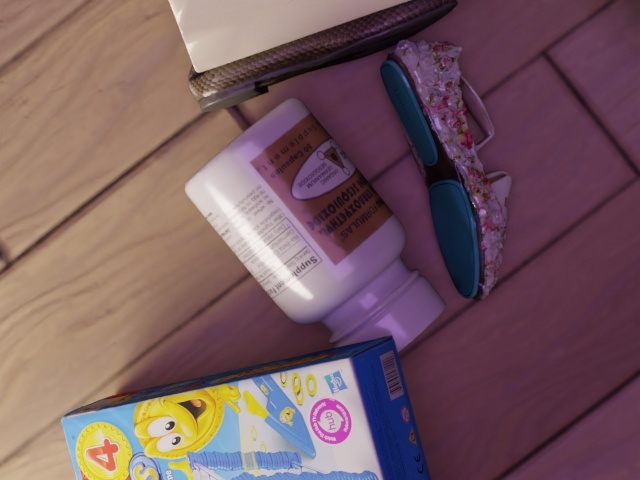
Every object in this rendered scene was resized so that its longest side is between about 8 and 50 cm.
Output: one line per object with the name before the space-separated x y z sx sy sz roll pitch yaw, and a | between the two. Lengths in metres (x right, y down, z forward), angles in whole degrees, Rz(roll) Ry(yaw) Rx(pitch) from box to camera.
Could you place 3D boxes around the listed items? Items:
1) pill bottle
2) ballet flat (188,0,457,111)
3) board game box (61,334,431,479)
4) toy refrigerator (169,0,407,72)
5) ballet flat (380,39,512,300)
pill bottle | 0.000 0.000 1.660 0.131 0.131 0.229 -39 92 4
ballet flat | -0.002 -0.181 1.678 0.250 0.084 0.058 -20 84 8
board game box | -0.045 0.263 1.639 0.302 0.086 0.308 -14 92 28
toy refrigerator | 0.002 -0.241 1.640 0.270 0.102 0.094 -20 126 0
ballet flat | 0.127 -0.069 1.679 0.077 0.091 0.241 -22 98 -21
